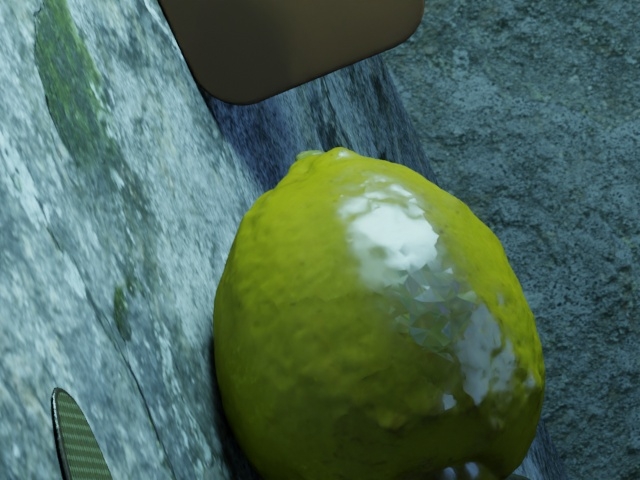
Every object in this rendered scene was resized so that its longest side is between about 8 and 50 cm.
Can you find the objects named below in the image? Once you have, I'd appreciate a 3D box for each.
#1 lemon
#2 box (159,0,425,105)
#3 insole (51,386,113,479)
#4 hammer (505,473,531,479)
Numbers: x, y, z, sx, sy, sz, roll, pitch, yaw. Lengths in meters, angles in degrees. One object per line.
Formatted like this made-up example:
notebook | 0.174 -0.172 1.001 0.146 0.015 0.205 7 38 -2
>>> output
lemon | 0.041 0.086 1.626 0.316 0.285 0.285 44 -14 54
box | -0.061 -0.343 2.003 0.229 0.239 0.339 -89 155 -71
insole | -0.123 0.209 1.226 0.086 0.005 0.253 38 33 -70
hammer | 0.107 0.205 1.886 0.297 0.125 0.027 26 70 -47
